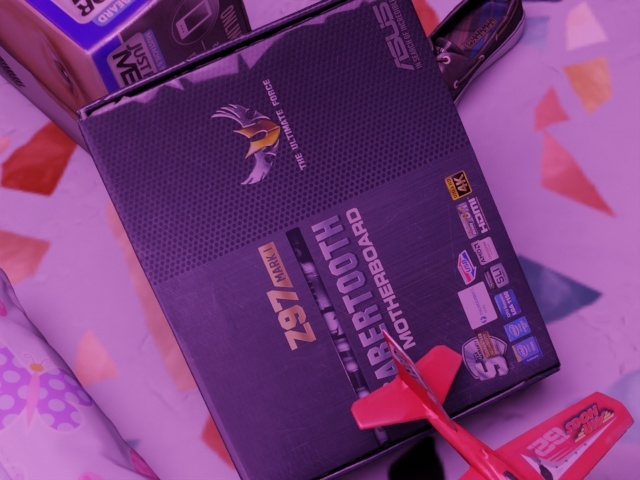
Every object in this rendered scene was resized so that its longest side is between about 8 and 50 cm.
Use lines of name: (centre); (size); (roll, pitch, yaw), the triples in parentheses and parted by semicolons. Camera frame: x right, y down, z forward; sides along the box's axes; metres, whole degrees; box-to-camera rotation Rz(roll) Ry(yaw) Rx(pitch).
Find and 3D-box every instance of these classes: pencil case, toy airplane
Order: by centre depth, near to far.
toy airplane: (0.074, 0.106, 0.650); (0.151, 0.028, 0.151); (4, 58, -6)
pencil case: (-0.155, 0.122, 0.701); (0.113, 0.124, 0.273); (-38, 62, -13)

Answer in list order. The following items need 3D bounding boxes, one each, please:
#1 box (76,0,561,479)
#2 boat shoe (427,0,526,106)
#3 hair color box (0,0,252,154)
box: (0.000, 0.000, 0.708); (0.183, 0.059, 0.233); (-24, 98, -4)
boat shoe: (0.079, -0.114, 0.846); (0.049, 0.040, 0.142); (34, 70, 25)
hair color box: (-0.185, -0.177, 0.845); (0.339, 0.185, 0.110); (38, 73, 27)
